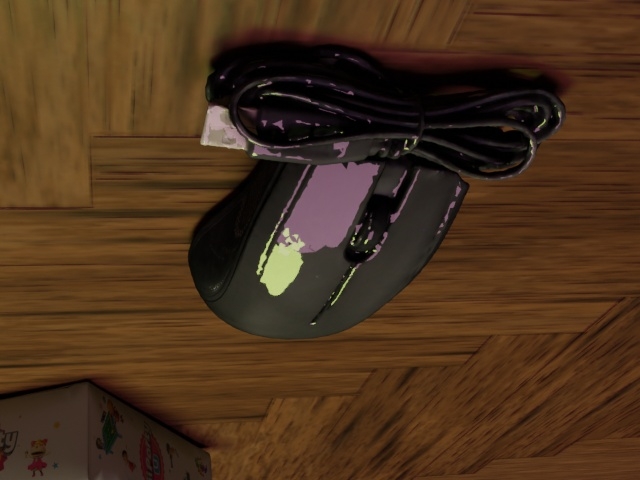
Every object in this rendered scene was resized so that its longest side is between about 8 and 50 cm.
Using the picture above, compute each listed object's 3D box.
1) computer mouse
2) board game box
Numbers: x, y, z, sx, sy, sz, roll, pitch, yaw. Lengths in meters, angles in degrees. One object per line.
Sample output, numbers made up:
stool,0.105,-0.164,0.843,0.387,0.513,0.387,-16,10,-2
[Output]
computer mouse,0.000,0.000,0.606,0.188,0.072,0.272,3,155,-21
board game box,-0.261,0.236,1.052,0.224,0.097,0.303,-11,155,12
